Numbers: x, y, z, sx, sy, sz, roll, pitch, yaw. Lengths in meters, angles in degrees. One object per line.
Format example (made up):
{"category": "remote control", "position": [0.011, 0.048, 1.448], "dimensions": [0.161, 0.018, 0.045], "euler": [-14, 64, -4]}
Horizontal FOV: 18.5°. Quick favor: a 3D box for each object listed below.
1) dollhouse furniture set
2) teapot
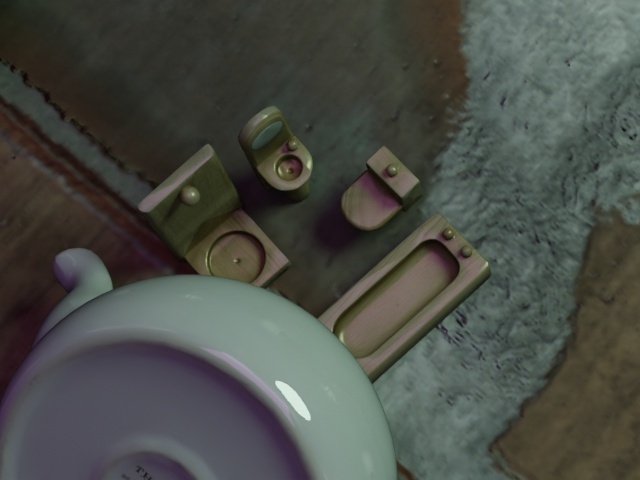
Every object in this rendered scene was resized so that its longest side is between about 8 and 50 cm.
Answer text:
{"category": "dollhouse furniture set", "position": [0.000, 0.000, 1.205], "dimensions": [0.144, 0.123, 0.151], "euler": [-42, 74, -5]}
{"category": "teapot", "position": [-0.053, 0.129, 1.154], "dimensions": [0.252, 0.187, 0.256], "euler": [-7, 100, 24]}
